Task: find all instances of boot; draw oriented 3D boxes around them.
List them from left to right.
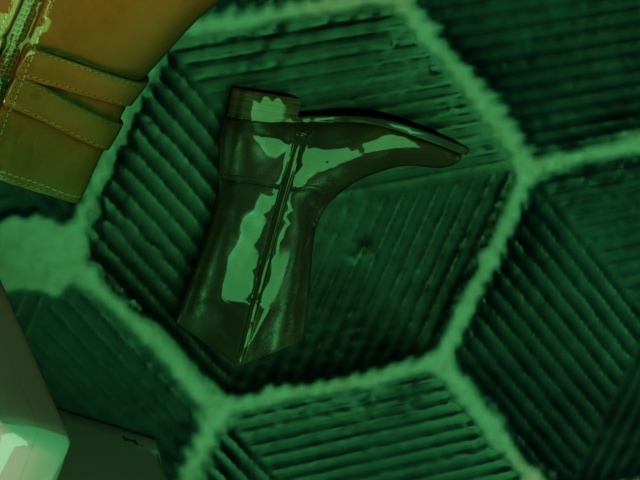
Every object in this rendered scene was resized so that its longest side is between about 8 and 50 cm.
[{"bbox_3d":[-0.071,-0.085,0.569,0.197,0.073,0.152,16,99,-5],"label":"boot"},{"bbox_3d":[0.000,0.000,0.624,0.106,0.037,0.114,11,99,-3],"label":"boot"}]

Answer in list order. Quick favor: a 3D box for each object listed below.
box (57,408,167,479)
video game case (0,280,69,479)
[{"bbox_3d":[-0.127,0.163,0.587,0.091,0.130,0.170,20,98,-17],"label":"box"},{"bbox_3d":[-0.151,0.113,0.517,0.026,0.227,0.206,18,100,-24],"label":"video game case"}]
